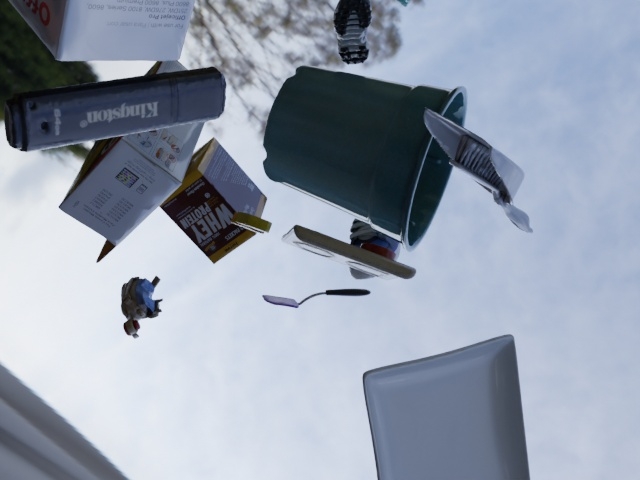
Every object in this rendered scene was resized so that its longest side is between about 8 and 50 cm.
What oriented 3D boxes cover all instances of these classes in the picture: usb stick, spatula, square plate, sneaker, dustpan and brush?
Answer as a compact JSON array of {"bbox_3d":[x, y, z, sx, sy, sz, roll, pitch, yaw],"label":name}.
[{"bbox_3d":[-0.240,-0.162,1.021,0.045,0.278,0.077,47,-42,35],"label":"usb stick"},{"bbox_3d":[-0.007,0.152,2.269,0.296,0.030,0.084,-7,-166,-11],"label":"spatula"},{"bbox_3d":[0.232,0.370,1.534,0.049,0.344,0.347,1,-81,60],"label":"square plate"},{"bbox_3d":[0.111,-0.084,1.977,0.130,0.236,0.323,-8,-151,30],"label":"sneaker"},{"bbox_3d":[0.062,-0.456,1.693,0.078,0.234,0.106,-5,-108,1],"label":"sneaker"},{"bbox_3d":[0.215,-0.073,1.042,0.060,0.211,0.147,-56,-145,8],"label":"dustpan and brush"}]

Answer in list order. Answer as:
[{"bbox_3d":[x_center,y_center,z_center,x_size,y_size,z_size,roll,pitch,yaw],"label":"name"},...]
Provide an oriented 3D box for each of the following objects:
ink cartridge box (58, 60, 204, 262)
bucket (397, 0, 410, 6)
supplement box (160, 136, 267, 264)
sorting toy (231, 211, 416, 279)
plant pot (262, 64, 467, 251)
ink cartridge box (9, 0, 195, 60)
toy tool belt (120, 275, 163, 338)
[{"bbox_3d":[-0.346,-0.152,1.538,0.272,0.130,0.309,-39,-155,31],"label":"ink cartridge box"},{"bbox_3d":[0.111,-0.448,1.060,0.281,0.183,0.281,-53,-176,6],"label":"bucket"},{"bbox_3d":[-0.239,-0.091,1.877,0.129,0.194,0.191,-34,-160,20],"label":"supplement box"},{"bbox_3d":[0.000,0.000,1.436,0.229,0.307,0.041,165,-55,-82],"label":"sorting toy"},{"bbox_3d":[0.083,-0.192,1.700,0.334,0.341,0.341,20,-114,15],"label":"plant pot"},{"bbox_3d":[-0.239,-0.432,0.909,0.285,0.166,0.395,47,-49,32],"label":"ink cartridge box"},{"bbox_3d":[-0.225,0.080,1.068,0.051,0.052,0.083,-23,-139,6],"label":"toy tool belt"}]
